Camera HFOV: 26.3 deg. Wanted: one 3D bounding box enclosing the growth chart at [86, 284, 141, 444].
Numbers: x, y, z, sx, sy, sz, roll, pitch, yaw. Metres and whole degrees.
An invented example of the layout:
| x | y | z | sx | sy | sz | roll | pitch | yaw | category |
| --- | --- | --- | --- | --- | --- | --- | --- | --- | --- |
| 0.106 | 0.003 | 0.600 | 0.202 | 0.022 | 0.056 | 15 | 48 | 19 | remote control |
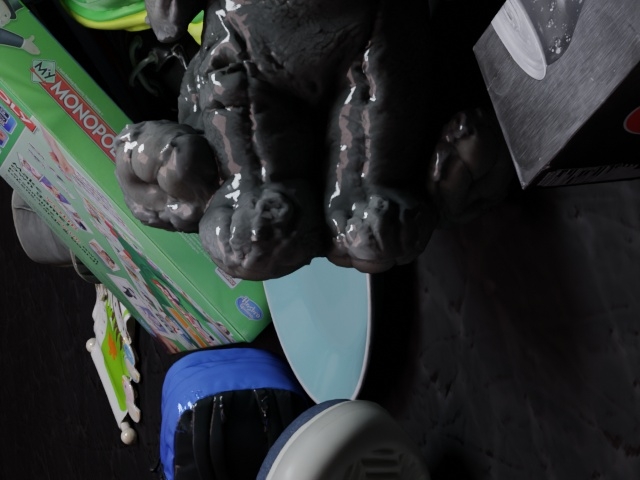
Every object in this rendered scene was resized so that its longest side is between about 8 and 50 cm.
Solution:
| x | y | z | sx | sy | sz | roll | pitch | yaw | category |
| --- | --- | --- | --- | --- | --- | --- | --- | --- | --- |
| -0.206 | 0.068 | 1.350 | 0.172 | 0.021 | 0.237 | -127 | 34 | -51 | growth chart |

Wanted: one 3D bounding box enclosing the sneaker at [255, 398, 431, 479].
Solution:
| x | y | z | sx | sy | sz | roll | pitch | yaw | category |
| --- | --- | --- | --- | --- | --- | --- | --- | --- | --- |
| -0.041 | 0.194 | 0.742 | 0.148 | 0.131 | 0.350 | 39 | 138 | 31 | sneaker |

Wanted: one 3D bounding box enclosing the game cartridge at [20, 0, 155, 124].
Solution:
| x | y | z | sx | sy | sz | roll | pitch | yaw | category |
| --- | --- | --- | --- | --- | --- | --- | --- | --- | --- |
| -0.201 | -0.183 | 1.024 | 0.196 | 0.060 | 0.294 | 63 | 180 | 33 | game cartridge |

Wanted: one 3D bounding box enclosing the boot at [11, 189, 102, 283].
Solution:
| x | y | z | sx | sy | sz | roll | pitch | yaw | category |
| --- | --- | --- | --- | --- | --- | --- | --- | --- | --- |
| -0.233 | -0.055 | 1.270 | 0.208 | 0.076 | 0.190 | -154 | 67 | -67 | boot |

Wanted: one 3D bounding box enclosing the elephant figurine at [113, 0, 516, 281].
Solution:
| x | y | z | sx | sy | sz | roll | pitch | yaw | category |
| --- | --- | --- | --- | --- | --- | --- | --- | --- | --- |
| -0.004 | -0.119 | 0.530 | 0.186 | 0.169 | 0.239 | 25 | 129 | 49 | elephant figurine |

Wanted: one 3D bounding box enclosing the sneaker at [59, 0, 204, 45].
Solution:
| x | y | z | sx | sy | sz | roll | pitch | yaw | category |
| --- | --- | --- | --- | --- | --- | --- | --- | --- | --- |
| -0.085 | -0.183 | 0.765 | 0.295 | 0.109 | 0.123 | 21 | 140 | 58 | sneaker |

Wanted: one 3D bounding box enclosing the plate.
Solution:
| x | y | z | sx | sy | sz | roll | pitch | yaw | category |
| --- | --- | --- | --- | --- | --- | --- | --- | --- | --- |
| 0.000 | 0.000 | 0.748 | 0.188 | 0.024 | 0.188 | 170 | 90 | -72 | plate |

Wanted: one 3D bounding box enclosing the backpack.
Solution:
| x | y | z | sx | sy | sz | roll | pitch | yaw | category |
| --- | --- | --- | --- | --- | --- | --- | --- | --- | --- |
| -0.059 | 0.124 | 0.856 | 0.101 | 0.098 | 0.120 | -124 | 31 | -57 | backpack |

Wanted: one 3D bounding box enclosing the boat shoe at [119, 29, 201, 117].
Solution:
| x | y | z | sx | sy | sz | roll | pitch | yaw | category |
| --- | --- | --- | --- | --- | --- | --- | --- | --- | --- |
| -0.094 | -0.121 | 0.891 | 0.078 | 0.070 | 0.219 | 106 | 149 | -49 | boat shoe |

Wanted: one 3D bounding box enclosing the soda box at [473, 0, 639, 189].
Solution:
| x | y | z | sx | sy | sz | roll | pitch | yaw | category |
| --- | --- | --- | --- | --- | --- | --- | --- | --- | --- |
| 0.104 | -0.077 | 0.393 | 0.169 | 0.053 | 0.060 | 124 | 134 | -61 | soda box |

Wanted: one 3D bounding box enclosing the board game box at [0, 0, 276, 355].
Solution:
| x | y | z | sx | sy | sz | roll | pitch | yaw | category |
| --- | --- | --- | --- | --- | --- | --- | --- | --- | --- |
| -0.168 | -0.054 | 0.911 | 0.317 | 0.046 | 0.213 | 48 | 161 | -8 | board game box |
